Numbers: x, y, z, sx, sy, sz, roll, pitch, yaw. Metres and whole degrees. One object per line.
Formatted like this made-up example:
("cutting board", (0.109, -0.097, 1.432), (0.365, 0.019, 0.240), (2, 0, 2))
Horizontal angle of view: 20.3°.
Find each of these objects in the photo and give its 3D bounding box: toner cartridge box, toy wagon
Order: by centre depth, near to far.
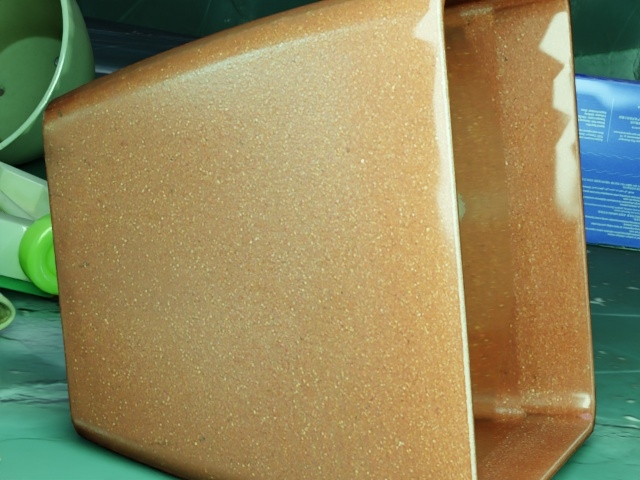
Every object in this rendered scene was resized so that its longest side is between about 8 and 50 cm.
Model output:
("toy wagon", (-0.316, -0.046, 1.258), (0.344, 0.068, 0.267), (15, 10, -34))
("toner cartridge box", (0.349, -0.071, 1.772), (0.347, 0.165, 0.075), (8, 10, 4))

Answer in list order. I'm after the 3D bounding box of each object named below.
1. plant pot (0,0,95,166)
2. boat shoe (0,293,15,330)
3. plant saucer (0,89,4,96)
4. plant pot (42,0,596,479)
("plant pot", (-0.331, -0.173, 1.785), (0.256, 0.257, 0.274), (9, -6, 12))
("boat shoe", (-0.246, 0.041, 1.069), (0.072, 0.068, 0.190), (23, 15, 18))
("plant saucer", (-0.311, -0.141, 2.079), (0.277, 0.041, 0.278), (7, 10, -1))
("plant pot", (0.000, 0.000, 0.962), (0.235, 0.267, 0.267), (-2, 7, 20))
